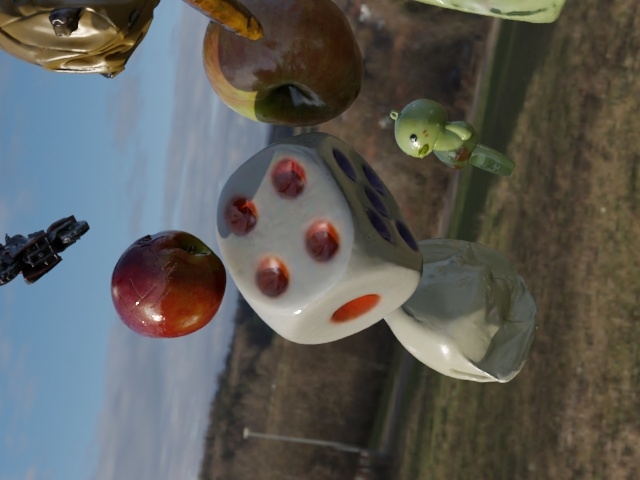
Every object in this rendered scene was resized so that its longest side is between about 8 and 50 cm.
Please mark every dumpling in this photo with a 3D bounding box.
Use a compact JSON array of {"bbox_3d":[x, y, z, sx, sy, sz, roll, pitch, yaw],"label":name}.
[{"bbox_3d":[0.296,0.132,2.176,0.315,0.395,0.233,-51,-23,-31],"label":"dumpling"}]

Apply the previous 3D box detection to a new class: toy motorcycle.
[{"bbox_3d":[-0.541,0.018,1.884,0.122,0.213,0.082,27,144,52],"label":"toy motorcycle"}]

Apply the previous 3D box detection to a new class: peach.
[{"bbox_3d":[-0.261,0.079,1.656,0.197,0.197,0.197,-172,90,-86],"label":"peach"}]

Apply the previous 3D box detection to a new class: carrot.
[{"bbox_3d":[-0.181,-0.377,1.526,0.314,0.066,0.066,28,-116,-55],"label":"carrot"}]

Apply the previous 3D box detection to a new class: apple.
[{"bbox_3d":[-0.068,-0.365,1.902,0.277,0.309,0.250,133,146,-53],"label":"apple"}]

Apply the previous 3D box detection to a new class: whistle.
[{"bbox_3d":[0.280,-0.210,2.197,0.141,0.294,0.141,-48,-15,-18],"label":"whistle"}]

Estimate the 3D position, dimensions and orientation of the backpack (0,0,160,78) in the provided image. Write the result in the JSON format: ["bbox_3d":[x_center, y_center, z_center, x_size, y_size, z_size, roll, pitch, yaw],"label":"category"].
[{"bbox_3d":[-0.542,-0.509,2.134,0.201,0.378,0.353,82,-170,-52],"label":"backpack"}]

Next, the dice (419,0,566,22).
[{"bbox_3d":[0.217,-0.427,1.293,0.254,0.250,0.252,-64,-14,-68],"label":"dice"}]

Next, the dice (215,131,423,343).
[{"bbox_3d":[0.000,0.000,1.818,0.304,0.277,0.304,14,-135,-60],"label":"dice"}]
